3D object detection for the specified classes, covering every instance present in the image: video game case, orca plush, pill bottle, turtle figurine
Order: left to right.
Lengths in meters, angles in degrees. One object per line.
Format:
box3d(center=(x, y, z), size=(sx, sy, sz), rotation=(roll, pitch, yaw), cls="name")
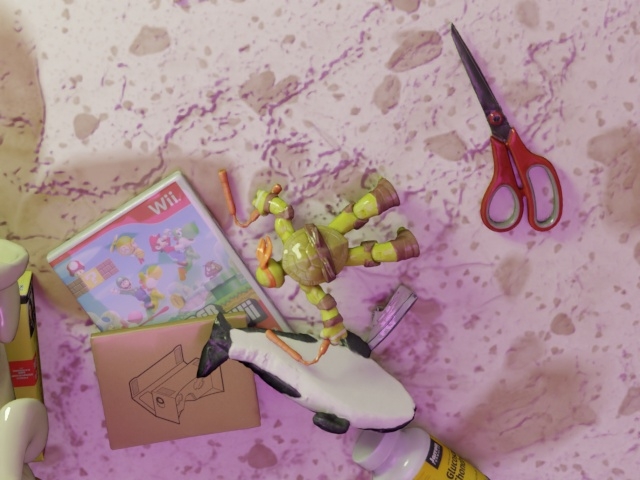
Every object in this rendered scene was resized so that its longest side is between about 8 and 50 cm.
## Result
box3d(center=(-0.185, 0.078, 1.941), size=(0.204, 0.025, 0.285), rotation=(-32, 109, 6), cls="video game case")
box3d(center=(-0.026, 0.192, 1.939), size=(0.287, 0.151, 0.102), rotation=(10, 145, -23), cls="orca plush")
box3d(center=(0.000, 0.000, 1.883), size=(0.217, 0.087, 0.269), rotation=(-24, 83, -10), cls="turtle figurine")
box3d(center=(0.135, 0.314, 2.016), size=(0.184, 0.103, 0.103), rotation=(37, 102, -17), cls="pill bottle")

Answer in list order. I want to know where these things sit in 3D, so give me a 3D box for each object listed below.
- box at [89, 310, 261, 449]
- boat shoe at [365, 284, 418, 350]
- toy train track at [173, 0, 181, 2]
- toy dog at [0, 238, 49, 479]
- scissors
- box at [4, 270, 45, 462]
box3d(center=(-0.184, 0.181, 1.953), size=(0.201, 0.021, 0.164), rotation=(-8, 111, -4), cls="box")
box3d(center=(0.084, 0.101, 1.976), size=(0.035, 0.035, 0.100), rotation=(41, 106, 10), cls="boat shoe")
box3d(center=(-0.175, -0.325, 1.804), size=(0.048, 0.014, 0.083), rotation=(-6, 111, -4), cls="toy train track")
box3d(center=(-0.459, 0.218, 1.741), size=(0.284, 0.395, 0.408), rotation=(-15, 104, -21), cls="toy dog")
box3d(center=(0.237, -0.143, 1.912), size=(0.109, 0.021, 0.297), rotation=(-12, 109, 1), cls="scissors")
box3d(center=(-0.386, 0.161, 1.917), size=(0.058, 0.087, 0.232), rotation=(-3, 109, -5), cls="box")
